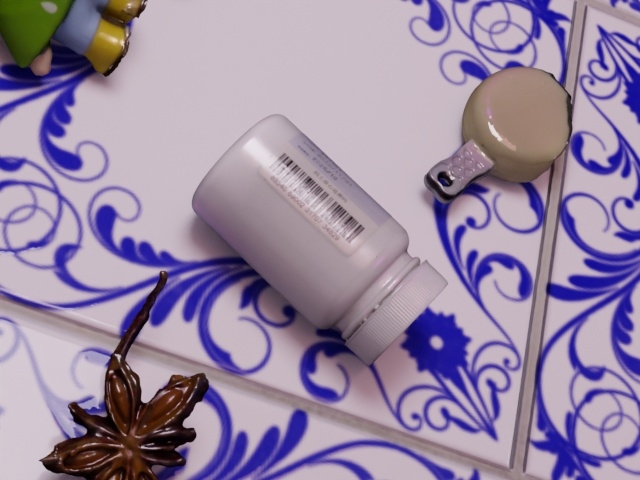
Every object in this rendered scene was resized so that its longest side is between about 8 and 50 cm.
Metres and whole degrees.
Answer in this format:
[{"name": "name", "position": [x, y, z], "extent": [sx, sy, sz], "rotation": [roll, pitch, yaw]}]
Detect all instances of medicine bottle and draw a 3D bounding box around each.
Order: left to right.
[{"name": "medicine bottle", "position": [0.000, 0.000, 1.087], "extent": [0.186, 0.103, 0.103], "rotation": [43, 57, 4]}]

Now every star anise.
[{"name": "star anise", "position": [-0.129, 0.111, 0.993], "extent": [0.097, 0.070, 0.191], "rotation": [20, 78, -8]}]

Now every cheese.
[{"name": "cheese", "position": [0.157, -0.082, 1.226], "extent": [0.092, 0.047, 0.171], "rotation": [32, 56, -1]}]

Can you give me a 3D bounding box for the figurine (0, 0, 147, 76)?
[{"name": "figurine", "position": [-0.259, -0.219, 1.081], "extent": [0.263, 0.143, 0.162], "rotation": [25, 88, -22]}]
